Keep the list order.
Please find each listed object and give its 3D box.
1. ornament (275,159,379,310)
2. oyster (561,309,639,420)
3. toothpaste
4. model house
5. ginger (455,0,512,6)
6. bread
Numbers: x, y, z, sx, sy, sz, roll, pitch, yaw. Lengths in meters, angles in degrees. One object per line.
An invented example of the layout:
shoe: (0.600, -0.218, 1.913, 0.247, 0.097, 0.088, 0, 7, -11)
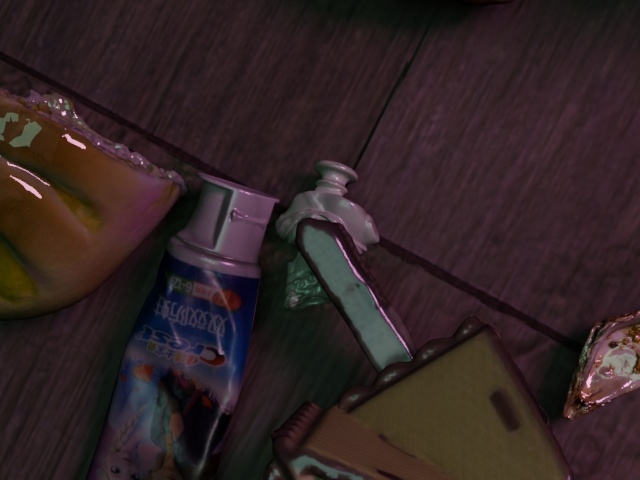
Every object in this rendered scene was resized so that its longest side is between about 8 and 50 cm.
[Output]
ornament: (0.002, -0.003, 0.642, 0.068, 0.041, 0.092, -17, 69, 13)
oyster: (0.182, 0.070, 0.605, 0.093, 0.034, 0.051, -23, 98, -2)
toothpaste: (-0.091, 0.090, 0.653, 0.096, 0.061, 0.266, 18, 96, 12)
model house: (0.037, 0.117, 0.522, 0.205, 0.218, 0.279, -30, 88, 7)
ginger: (0.129, -0.292, 0.577, 0.357, 0.152, 0.274, -14, 84, 12)
bread: (-0.222, -0.023, 0.632, 0.260, 0.158, 0.156, -11, 88, 13)
